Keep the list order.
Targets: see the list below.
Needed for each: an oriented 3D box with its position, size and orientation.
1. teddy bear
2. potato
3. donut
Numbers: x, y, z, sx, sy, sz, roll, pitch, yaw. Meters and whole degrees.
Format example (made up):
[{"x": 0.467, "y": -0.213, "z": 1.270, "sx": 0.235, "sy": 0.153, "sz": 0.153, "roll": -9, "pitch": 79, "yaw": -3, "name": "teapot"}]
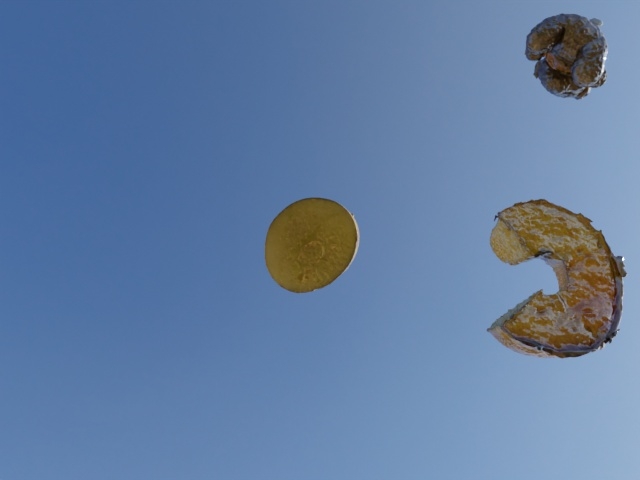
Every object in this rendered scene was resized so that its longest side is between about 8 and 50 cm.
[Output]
[{"x": 0.508, "y": -0.369, "z": 1.260, "sx": 0.177, "sy": 0.140, "sz": 0.190, "roll": 37, "pitch": -15, "yaw": 18, "name": "teddy bear"}, {"x": 0.000, "y": 0.000, "z": 1.262, "sx": 0.178, "sy": 0.158, "sz": 0.204, "roll": 34, "pitch": -73, "yaw": 13, "name": "potato"}, {"x": 0.251, "y": 0.049, "z": 0.665, "sx": 0.145, "sy": 0.181, "sz": 0.078, "roll": 9, "pitch": -30, "yaw": -5, "name": "donut"}]
